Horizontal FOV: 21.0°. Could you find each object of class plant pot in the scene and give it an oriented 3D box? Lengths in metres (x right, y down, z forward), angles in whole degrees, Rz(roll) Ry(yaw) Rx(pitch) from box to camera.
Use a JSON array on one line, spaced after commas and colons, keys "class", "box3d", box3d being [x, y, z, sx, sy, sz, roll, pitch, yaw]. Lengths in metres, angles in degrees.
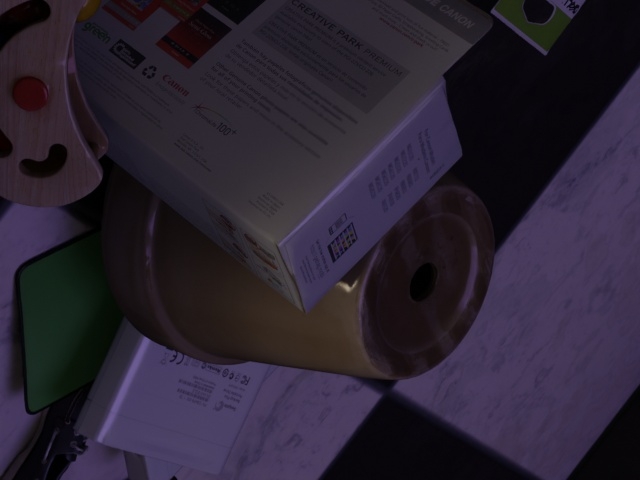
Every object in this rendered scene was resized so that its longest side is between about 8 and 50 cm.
[{"class": "plant pot", "box3d": [0.000, 0.000, 1.645, 0.323, 0.280, 0.323, -24, 125, -39]}]

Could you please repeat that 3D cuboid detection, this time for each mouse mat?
[{"class": "mouse mat", "box3d": [-0.243, 0.075, 1.746, 0.152, 0.007, 0.189, -28, 136, -38]}]

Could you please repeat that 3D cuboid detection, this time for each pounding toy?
[{"class": "pounding toy", "box3d": [-0.235, -0.100, 1.357, 0.155, 0.154, 0.269, -94, -155, -62]}]

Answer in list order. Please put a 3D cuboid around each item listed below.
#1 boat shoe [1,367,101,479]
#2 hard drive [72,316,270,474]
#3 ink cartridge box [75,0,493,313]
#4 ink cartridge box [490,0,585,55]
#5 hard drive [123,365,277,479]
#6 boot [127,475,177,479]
[{"class": "boat shoe", "box3d": [-0.267, 0.217, 1.840, 0.206, 0.065, 0.075, -57, 149, 5]}, {"class": "hard drive", "box3d": [-0.106, 0.064, 1.823, 0.233, 0.047, 0.353, 28, 87, -56]}, {"class": "ink cartridge box", "box3d": [-0.039, -0.140, 1.502, 0.272, 0.309, 0.130, -45, 152, -14]}, {"class": "ink cartridge box", "box3d": [0.267, -0.359, 1.949, 0.255, 0.097, 0.189, -54, 153, 8]}, {"class": "hard drive", "box3d": [-0.112, 0.130, 1.965, 0.307, 0.040, 0.203, -45, 153, -28]}, {"class": "boot", "box3d": [-0.227, 0.334, 2.072, 0.106, 0.037, 0.114, -10, 129, -35]}]
